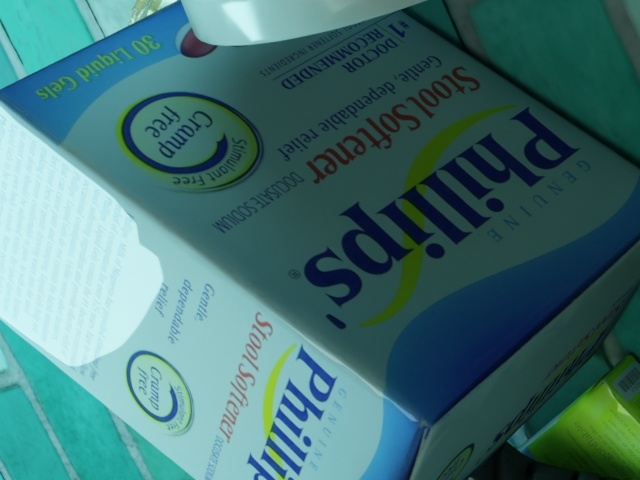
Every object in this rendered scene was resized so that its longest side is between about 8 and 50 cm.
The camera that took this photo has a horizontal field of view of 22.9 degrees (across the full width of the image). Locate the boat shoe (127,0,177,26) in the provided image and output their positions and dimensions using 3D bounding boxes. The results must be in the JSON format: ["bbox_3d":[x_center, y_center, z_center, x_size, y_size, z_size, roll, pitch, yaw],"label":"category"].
[{"bbox_3d":[-0.089,-0.164,1.015,0.072,0.068,0.190,51,128,22],"label":"boat shoe"}]

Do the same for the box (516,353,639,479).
[{"bbox_3d":[0.171,0.162,0.992,0.109,0.042,0.178,48,137,8],"label":"box"}]

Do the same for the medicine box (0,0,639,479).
[{"bbox_3d":[0.000,0.000,0.882,0.289,0.263,0.149,36,134,19],"label":"medicine box"}]

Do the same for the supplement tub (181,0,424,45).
[{"bbox_3d":[-0.021,-0.283,0.738,0.241,0.241,0.331,-1,117,42],"label":"supplement tub"}]

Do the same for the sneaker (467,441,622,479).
[{"bbox_3d":[0.136,0.196,0.954,0.341,0.125,0.139,37,161,15],"label":"sneaker"}]
